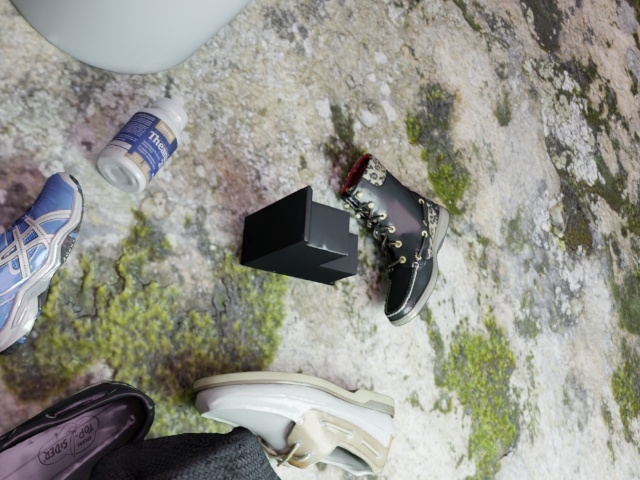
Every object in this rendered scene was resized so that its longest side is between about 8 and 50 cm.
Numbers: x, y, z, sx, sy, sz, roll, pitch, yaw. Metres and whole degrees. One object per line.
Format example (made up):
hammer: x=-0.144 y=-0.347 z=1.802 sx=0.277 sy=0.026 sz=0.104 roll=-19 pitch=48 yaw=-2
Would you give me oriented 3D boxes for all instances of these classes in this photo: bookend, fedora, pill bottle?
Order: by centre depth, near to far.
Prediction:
fedora: x=-0.120 y=0.263 z=0.666 sx=0.334 sy=0.334 sz=0.153 roll=-5 pitch=83 yaw=-37
pill bottle: x=-0.217 y=-0.121 z=0.872 sx=0.067 sy=0.067 sz=0.120 roll=42 pitch=56 yaw=-19
bookend: x=0.000 y=0.000 z=0.940 sx=0.156 sy=0.157 sz=0.072 roll=15 pitch=69 yaw=-32

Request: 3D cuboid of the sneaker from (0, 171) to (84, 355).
sneaker: x=-0.320 y=0.011 z=0.750 sx=0.081 sy=0.080 sz=0.211 roll=31 pitch=59 yaw=-29

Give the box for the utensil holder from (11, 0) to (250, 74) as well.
utensil holder: x=-0.171 y=-0.407 z=0.788 sx=0.327 sy=0.385 sz=0.328 roll=10 pitch=72 yaw=-34

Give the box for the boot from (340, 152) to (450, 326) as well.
boot: x=0.097 y=-0.005 z=1.060 sx=0.178 sy=0.085 sz=0.236 roll=37 pitch=51 yaw=-20

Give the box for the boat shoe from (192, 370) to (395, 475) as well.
boat shoe: x=-0.021 y=0.234 z=0.884 sx=0.302 sy=0.113 sz=0.103 roll=17 pitch=62 yaw=-32

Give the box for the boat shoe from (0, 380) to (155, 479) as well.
boat shoe: x=-0.296 y=0.252 z=0.676 sx=0.340 sy=0.113 sz=0.127 roll=-30 pitch=95 yaw=-38
